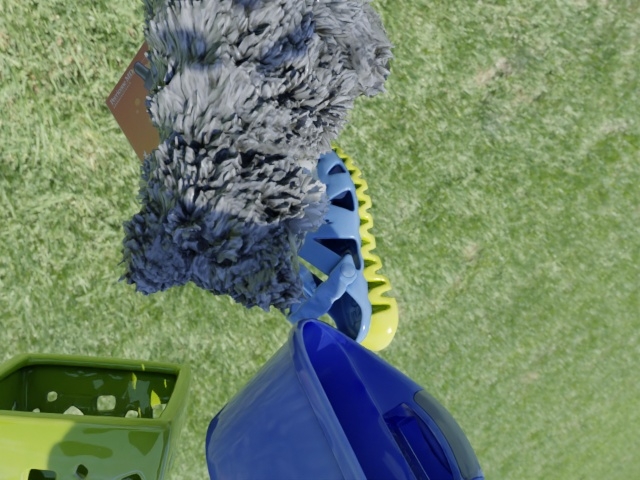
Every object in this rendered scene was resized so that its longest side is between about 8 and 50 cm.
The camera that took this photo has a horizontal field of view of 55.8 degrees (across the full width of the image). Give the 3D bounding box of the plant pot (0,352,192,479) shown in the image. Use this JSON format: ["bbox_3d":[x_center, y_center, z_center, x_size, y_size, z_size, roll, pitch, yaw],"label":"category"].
[{"bbox_3d":[-0.275,0.260,0.685,0.226,0.228,0.207,7,92,-7],"label":"plant pot"}]

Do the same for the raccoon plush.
[{"bbox_3d":[-0.109,-0.147,0.461,0.446,0.216,0.299,53,46,-47],"label":"raccoon plush"}]

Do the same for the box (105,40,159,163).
[{"bbox_3d":[-0.169,-0.154,0.759,0.130,0.171,0.091,-45,160,27],"label":"box"}]

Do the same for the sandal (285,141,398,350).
[{"bbox_3d":[0.000,0.000,0.824,0.138,0.318,0.126,-5,157,-28],"label":"sandal"}]

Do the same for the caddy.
[{"bbox_3d":[0.052,0.216,0.520,0.179,0.341,0.241,-44,131,10],"label":"caddy"}]
